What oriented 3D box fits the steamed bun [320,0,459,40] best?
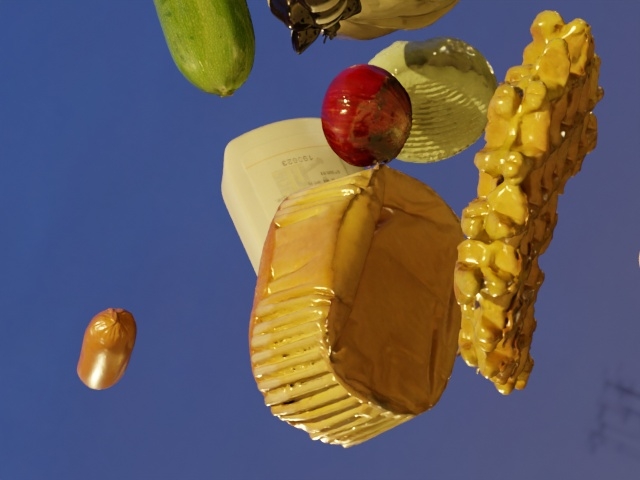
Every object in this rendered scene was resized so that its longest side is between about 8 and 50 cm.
[{"bbox_3d":[0.082,-0.404,2.279,0.342,0.255,0.368,-8,-63,-44],"label":"steamed bun"}]

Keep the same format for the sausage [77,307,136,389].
[{"bbox_3d":[-0.239,0.126,2.128,0.062,0.054,0.183,-4,-28,-18],"label":"sausage"}]

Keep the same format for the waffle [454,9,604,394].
[{"bbox_3d":[0.158,-0.032,1.510,0.260,0.069,0.293,62,-138,-67],"label":"waffle"}]

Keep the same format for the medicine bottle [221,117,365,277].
[{"bbox_3d":[0.000,0.000,2.424,0.179,0.324,0.124,-13,-36,-19],"label":"medicine bottle"}]

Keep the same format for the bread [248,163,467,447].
[{"bbox_3d":[0.032,0.069,1.996,0.204,0.156,0.288,28,-124,-35],"label":"bread"}]

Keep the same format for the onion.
[{"bbox_3d":[0.057,-0.156,2.405,0.131,0.131,0.131,-44,-35,-41],"label":"onion"}]

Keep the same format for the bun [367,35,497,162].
[{"bbox_3d":[0.139,-0.199,2.556,0.118,0.195,0.195,-100,4,-47],"label":"bun"}]

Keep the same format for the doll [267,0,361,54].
[{"bbox_3d":[-0.012,-0.260,1.807,0.091,0.067,0.219,-40,-29,-14],"label":"doll"}]

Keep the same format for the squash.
[{"bbox_3d":[-0.147,-0.324,1.908,0.101,0.101,0.379,-1,-108,-63],"label":"squash"}]
